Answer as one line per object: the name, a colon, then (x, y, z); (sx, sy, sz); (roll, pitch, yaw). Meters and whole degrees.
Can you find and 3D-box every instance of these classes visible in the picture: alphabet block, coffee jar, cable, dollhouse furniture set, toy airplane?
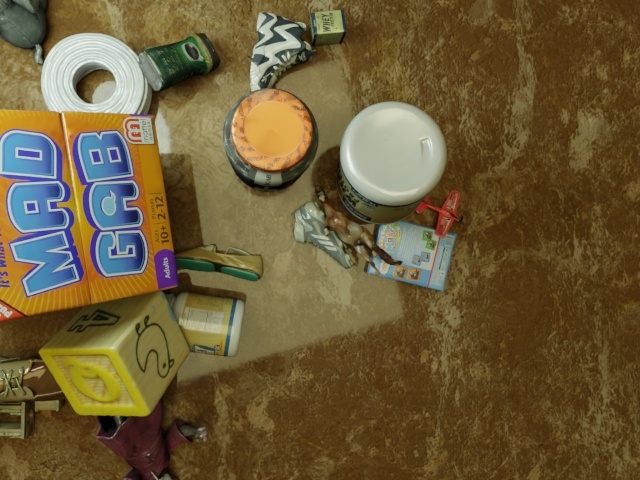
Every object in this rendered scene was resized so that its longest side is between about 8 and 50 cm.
alphabet block: (-0.432, 0.240, 1.092); (0.193, 0.197, 0.192); (-7, 119, 18)
coffee jar: (-0.339, -0.437, 1.230); (0.184, 0.079, 0.096); (-35, 99, -34)
cable: (-0.545, -0.371, 1.233); (0.257, 0.089, 0.257); (15, 90, -7)
dollhouse furniture set: (-0.732, 0.441, 1.197); (0.181, 0.161, 0.101); (2, 91, -6)
toy airplane: (0.322, -0.081, 1.373); (0.151, 0.028, 0.151); (4, 74, -15)

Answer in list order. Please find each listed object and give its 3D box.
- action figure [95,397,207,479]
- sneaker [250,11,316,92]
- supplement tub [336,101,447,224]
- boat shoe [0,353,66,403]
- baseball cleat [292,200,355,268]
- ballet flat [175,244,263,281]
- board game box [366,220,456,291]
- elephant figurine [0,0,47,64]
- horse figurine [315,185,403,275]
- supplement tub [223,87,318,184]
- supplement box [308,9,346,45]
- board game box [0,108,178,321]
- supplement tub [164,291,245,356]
action figure: (-0.445, 0.496, 1.223); (0.275, 0.248, 0.370); (12, 124, 32)
sneaker: (-0.091, -0.454, 1.284); (0.153, 0.094, 0.235); (6, 81, 1)
supplement tub: (0.153, -0.163, 1.196); (0.228, 0.316, 0.228); (0, 80, 0)
boat shoe: (-0.712, 0.331, 1.180); (0.324, 0.120, 0.123); (-7, 88, 10)
baseball cleat: (0.000, 0.000, 1.332); (0.109, 0.072, 0.206); (-31, 91, 9)
ballet flat: (-0.260, 0.049, 1.300); (0.232, 0.080, 0.073); (13, 62, -10)
board game box: (0.246, 0.036, 1.368); (0.211, 0.039, 0.160); (14, 89, -8)
elephant figurine: (-0.726, -0.541, 1.130); (0.186, 0.239, 0.169); (22, 89, -7)
horse figurine: (0.085, -0.011, 1.271); (0.263, 0.174, 0.066); (35, 107, -22)
supplement tub: (-0.116, -0.224, 1.166); (0.207, 0.338, 0.207); (0, 92, -7)
supplement box: (0.017, -0.545, 1.301); (0.083, 0.083, 0.056); (-8, 92, -6)
board game box: (-0.556, -0.048, 1.041); (0.356, 0.356, 0.357); (-10, 93, -42)
supplement tub: (-0.295, 0.206, 1.253); (0.199, 0.144, 0.144); (9, 90, -7)
